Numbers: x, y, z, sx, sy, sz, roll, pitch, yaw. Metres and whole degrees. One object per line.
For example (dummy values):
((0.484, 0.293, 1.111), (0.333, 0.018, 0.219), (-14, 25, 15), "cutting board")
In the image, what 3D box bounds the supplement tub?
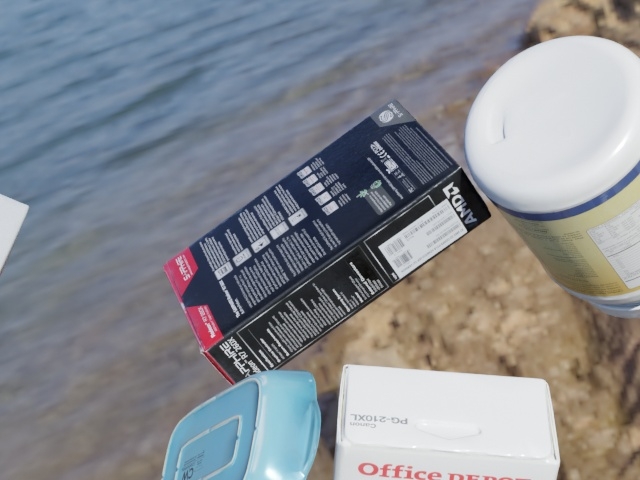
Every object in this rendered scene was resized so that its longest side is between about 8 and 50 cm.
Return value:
((0.329, -0.064, 1.596), (0.228, 0.316, 0.228), (-18, 51, 24), "supplement tub")

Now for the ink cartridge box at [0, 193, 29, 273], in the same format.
((-0.282, 0.044, 0.858), (0.127, 0.176, 0.128), (25, 16, -12), "ink cartridge box")

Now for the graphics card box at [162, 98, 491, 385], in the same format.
((0.000, 0.000, 1.660), (0.371, 0.094, 0.233), (-37, 31, 1), "graphics card box")

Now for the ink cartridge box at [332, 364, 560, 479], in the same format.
((0.094, 0.224, 1.133), (0.172, 0.237, 0.100), (4, 37, 1), "ink cartridge box")

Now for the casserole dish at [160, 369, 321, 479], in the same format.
((-0.063, 0.149, 0.917), (0.188, 0.037, 0.114), (-35, 39, 52), "casserole dish")
